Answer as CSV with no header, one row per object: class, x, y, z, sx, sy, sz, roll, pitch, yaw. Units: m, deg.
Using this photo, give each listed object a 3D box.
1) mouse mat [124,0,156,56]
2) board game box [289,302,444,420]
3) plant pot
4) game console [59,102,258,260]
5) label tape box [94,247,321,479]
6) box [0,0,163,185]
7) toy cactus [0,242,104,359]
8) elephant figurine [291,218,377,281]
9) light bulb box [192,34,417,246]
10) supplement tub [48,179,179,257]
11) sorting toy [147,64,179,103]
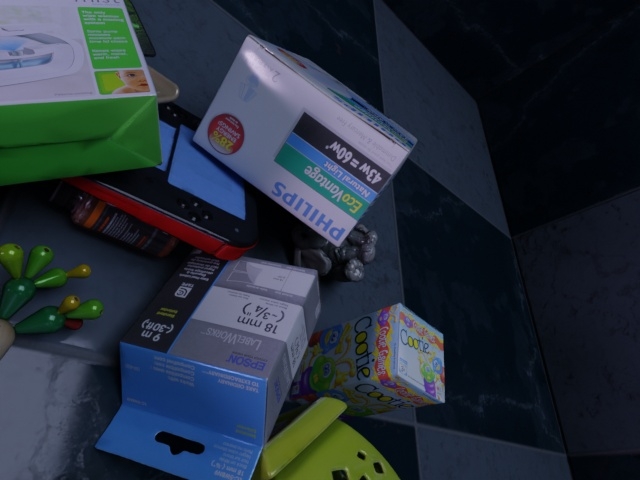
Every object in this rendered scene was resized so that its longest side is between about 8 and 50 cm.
mouse mat,-0.450,-0.456,0.929,0.189,0.007,0.153,-24,87,-51
board game box,0.090,0.254,0.892,0.144,0.275,0.142,36,45,-28
plant pot,-0.038,0.397,0.714,0.228,0.227,0.207,-21,77,-51
game console,-0.266,-0.151,0.802,0.342,0.060,0.387,32,26,-30
label tape box,-0.160,0.169,0.687,0.334,0.240,0.106,-65,158,-47
box,-0.360,-0.197,0.564,0.261,0.127,0.231,-12,60,-24
toy cactus,-0.415,0.086,0.586,0.219,0.112,0.181,33,65,-35
elephant figurine,0.000,0.000,1.057,0.239,0.186,0.169,21,12,-9
light bulb box,-0.004,-0.216,0.954,0.358,0.225,0.361,36,21,2
supplement tub,-0.330,-0.052,0.738,0.197,0.106,0.106,29,49,-36
sorting toy,-0.431,-0.305,0.760,0.307,0.041,0.229,35,35,8
